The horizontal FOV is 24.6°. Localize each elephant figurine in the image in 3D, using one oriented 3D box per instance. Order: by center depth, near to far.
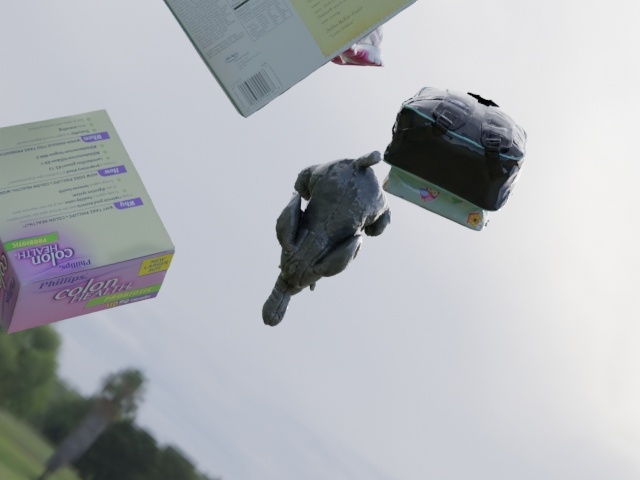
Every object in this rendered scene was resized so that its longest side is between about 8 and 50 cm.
[{"bbox_3d":[0.000,0.000,2.219,0.169,0.239,0.186,9,-37,38],"label":"elephant figurine"}]

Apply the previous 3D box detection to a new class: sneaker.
[{"bbox_3d":[0.030,-0.347,2.334,0.103,0.111,0.252,5,0,21],"label":"sneaker"}]

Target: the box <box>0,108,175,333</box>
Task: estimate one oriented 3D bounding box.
[{"bbox_3d":[-0.341,-0.029,1.902,0.243,0.213,0.117,60,-34,25],"label":"box"}]

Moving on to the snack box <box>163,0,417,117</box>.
[{"bbox_3d":[-0.004,-0.299,1.566,0.187,0.322,0.060,56,-2,-21],"label":"snack box"}]

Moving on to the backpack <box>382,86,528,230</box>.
[{"bbox_3d":[0.163,-0.106,1.767,0.166,0.144,0.188,22,27,4],"label":"backpack"}]
